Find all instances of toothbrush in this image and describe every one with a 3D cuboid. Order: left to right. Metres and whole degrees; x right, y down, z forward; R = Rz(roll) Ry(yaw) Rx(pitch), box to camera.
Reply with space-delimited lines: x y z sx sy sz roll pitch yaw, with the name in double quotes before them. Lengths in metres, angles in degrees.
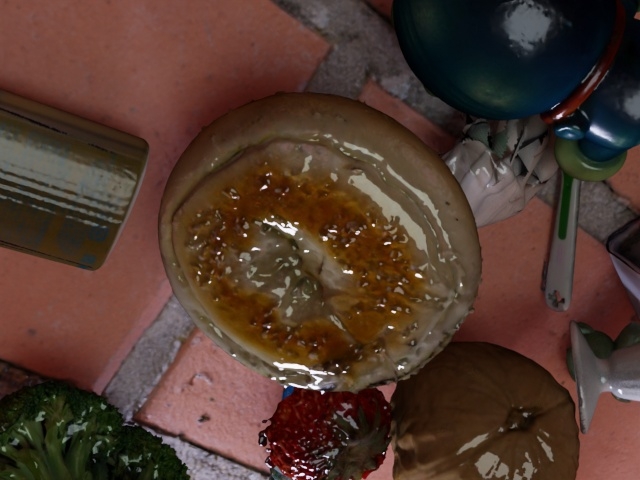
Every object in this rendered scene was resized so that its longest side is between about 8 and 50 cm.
"toothbrush" 0.275 -0.101 1.060 0.040 0.042 0.418 -28 127 -44

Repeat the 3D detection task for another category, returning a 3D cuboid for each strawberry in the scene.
"strawberry" 0.014 0.207 1.030 0.145 0.086 0.145 -18 125 -28

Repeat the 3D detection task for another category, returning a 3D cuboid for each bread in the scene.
"bread" 0.000 0.000 0.908 0.306 0.158 0.305 4 118 7

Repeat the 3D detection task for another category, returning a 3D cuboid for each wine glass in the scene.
"wine glass" 0.381 0.144 1.069 0.197 0.165 0.165 -5 122 16

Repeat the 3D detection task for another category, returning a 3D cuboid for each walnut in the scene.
"walnut" 0.176 0.221 1.078 0.228 0.228 0.228 -9 118 -17

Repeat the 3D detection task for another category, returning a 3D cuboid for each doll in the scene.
"doll" 0.200 -0.194 0.882 0.322 0.186 0.198 24 76 -16
"doll" 0.371 0.156 1.171 0.077 0.150 0.115 -46 138 -51

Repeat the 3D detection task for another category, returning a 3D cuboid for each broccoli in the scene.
"broccoli" -0.249 0.288 0.931 0.308 0.275 0.307 -2 93 -36

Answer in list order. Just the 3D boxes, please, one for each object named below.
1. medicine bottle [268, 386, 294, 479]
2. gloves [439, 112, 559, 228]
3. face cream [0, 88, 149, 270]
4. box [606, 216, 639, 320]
"medicine bottle" -0.025 0.212 1.096 0.051 0.051 0.191 1 113 -22
"gloves" 0.182 -0.077 1.003 0.212 0.111 0.127 -33 118 6
"face cream" -0.304 -0.069 0.838 0.285 0.067 0.139 18 107 -28
"box" 0.507 0.093 1.207 0.190 0.112 0.369 -37 123 -2
